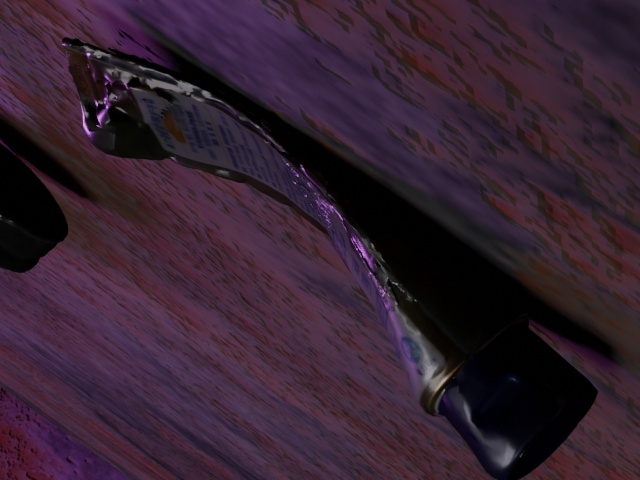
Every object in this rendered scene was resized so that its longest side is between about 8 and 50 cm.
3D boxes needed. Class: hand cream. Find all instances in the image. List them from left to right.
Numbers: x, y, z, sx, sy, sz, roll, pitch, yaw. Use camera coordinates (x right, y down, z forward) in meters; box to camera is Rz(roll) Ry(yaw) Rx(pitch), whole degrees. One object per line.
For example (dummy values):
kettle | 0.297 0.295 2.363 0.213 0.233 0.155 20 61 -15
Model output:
hand cream | 0.000 0.000 0.507 0.163 0.039 0.062 39 172 18

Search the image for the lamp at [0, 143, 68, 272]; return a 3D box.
lamp | -0.159 -0.070 0.638 0.130 0.108 0.371 50 -172 31
